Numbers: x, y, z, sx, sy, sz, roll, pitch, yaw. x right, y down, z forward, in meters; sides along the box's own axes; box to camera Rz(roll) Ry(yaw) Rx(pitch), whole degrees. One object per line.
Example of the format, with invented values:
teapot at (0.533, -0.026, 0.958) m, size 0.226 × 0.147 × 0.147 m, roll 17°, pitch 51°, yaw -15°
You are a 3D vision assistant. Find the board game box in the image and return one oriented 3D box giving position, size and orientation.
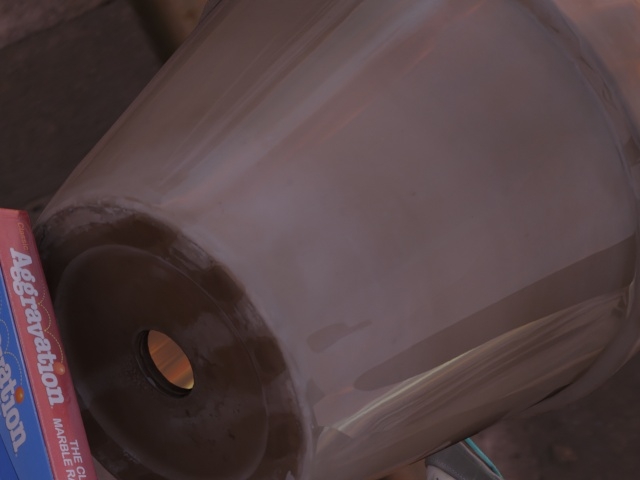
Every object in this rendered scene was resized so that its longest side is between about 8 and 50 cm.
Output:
board game box at (-0.150, 0.141, 0.840) m, size 0.027 × 0.145 × 0.281 m, roll 5°, pitch 57°, yaw -41°

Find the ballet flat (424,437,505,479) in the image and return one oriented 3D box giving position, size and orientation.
ballet flat at (0.122, 0.197, 1.305) m, size 0.068 × 0.213 × 0.072 m, roll -42°, pitch 137°, yaw -11°

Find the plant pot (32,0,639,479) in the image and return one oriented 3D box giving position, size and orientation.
plant pot at (0.000, 0.000, 0.961) m, size 0.280 × 0.323 × 0.323 m, roll -36°, pitch 97°, yaw -42°
